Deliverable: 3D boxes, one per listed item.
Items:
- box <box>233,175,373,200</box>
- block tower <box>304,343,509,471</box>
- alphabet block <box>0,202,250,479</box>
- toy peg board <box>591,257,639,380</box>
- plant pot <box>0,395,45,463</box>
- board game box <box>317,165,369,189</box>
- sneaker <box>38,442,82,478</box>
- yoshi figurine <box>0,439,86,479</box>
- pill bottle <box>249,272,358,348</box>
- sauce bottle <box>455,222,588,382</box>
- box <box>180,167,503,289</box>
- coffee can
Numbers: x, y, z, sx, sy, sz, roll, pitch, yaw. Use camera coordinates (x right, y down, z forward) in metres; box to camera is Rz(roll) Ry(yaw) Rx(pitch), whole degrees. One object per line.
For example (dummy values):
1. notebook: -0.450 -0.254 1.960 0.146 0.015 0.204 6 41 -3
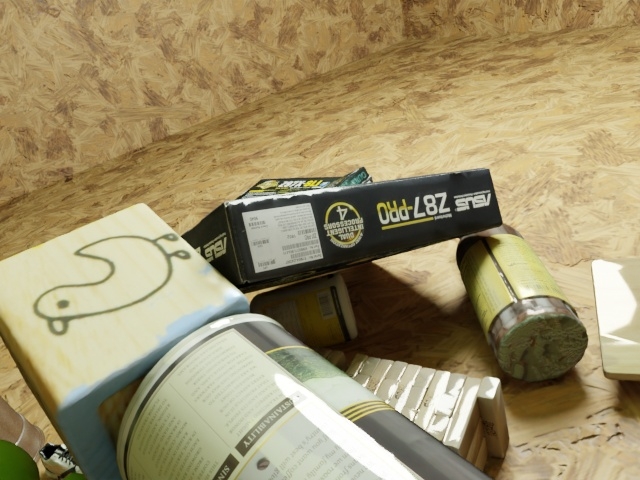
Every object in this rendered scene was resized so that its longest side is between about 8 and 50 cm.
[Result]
1. box: -0.073 -0.053 1.141 0.321 0.079 0.257 2 31 33
2. block tower: 0.033 0.193 0.601 0.335 0.091 0.097 1 33 33
3. alphabet block: -0.202 0.111 0.543 0.192 0.193 0.197 -30 51 -35
4. toy peg board: 0.406 0.103 0.591 0.161 0.079 0.161 -4 45 25
5. plant pot: -0.498 0.262 0.700 0.166 0.165 0.167 -14 28 7
6. board game box: -0.003 -0.072 0.977 0.126 0.026 0.186 -20 16 48
7. sneaker: -0.327 0.292 0.677 0.109 0.044 0.040 -3 28 22
8. yoshi figurine: -0.400 0.327 0.480 0.203 0.203 0.362 -18 9 44
9. pill bottle: -0.043 0.119 0.771 0.184 0.103 0.103 -15 27 4
10. sauce bottle: 0.255 0.043 0.730 0.111 0.111 0.344 -12 28 10
11. box: 0.000 0.000 0.726 0.394 0.097 0.318 -12 -4 -33
12. coffee can: -0.008 0.209 0.415 0.201 0.202 0.275 -35 44 -30
